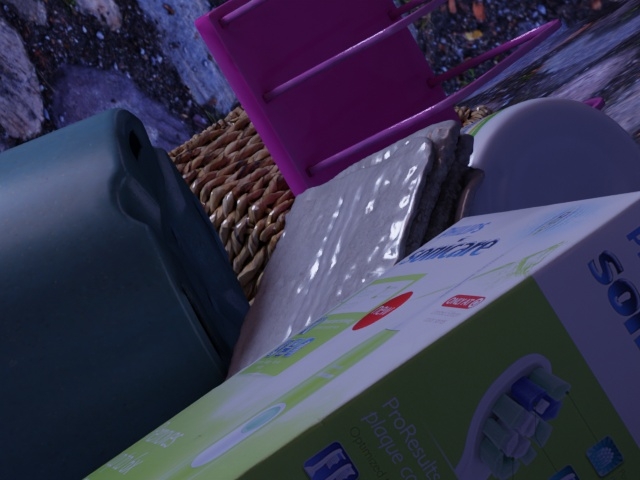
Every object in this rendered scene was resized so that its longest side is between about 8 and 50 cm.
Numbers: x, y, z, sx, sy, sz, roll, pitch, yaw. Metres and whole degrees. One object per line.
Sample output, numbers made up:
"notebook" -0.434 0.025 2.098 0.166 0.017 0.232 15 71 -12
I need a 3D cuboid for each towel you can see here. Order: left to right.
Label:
"towel" -0.003 0.073 0.915 0.187 0.049 0.282 -25 38 60

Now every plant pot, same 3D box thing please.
"plant pot" -0.222 0.093 1.110 0.334 0.341 0.341 -27 6 5

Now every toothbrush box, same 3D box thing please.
"toothbrush box" 0.014 0.107 0.683 0.283 0.122 0.206 -32 6 -13

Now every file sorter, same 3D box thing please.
"file sorter" 0.089 -0.113 1.299 0.182 0.291 0.202 -22 11 45

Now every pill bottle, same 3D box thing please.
"pill bottle" 0.093 0.001 1.054 0.136 0.136 0.245 -35 6 -26

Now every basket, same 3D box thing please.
"basket" 0.000 0.000 1.512 0.223 0.213 0.299 16 33 28
